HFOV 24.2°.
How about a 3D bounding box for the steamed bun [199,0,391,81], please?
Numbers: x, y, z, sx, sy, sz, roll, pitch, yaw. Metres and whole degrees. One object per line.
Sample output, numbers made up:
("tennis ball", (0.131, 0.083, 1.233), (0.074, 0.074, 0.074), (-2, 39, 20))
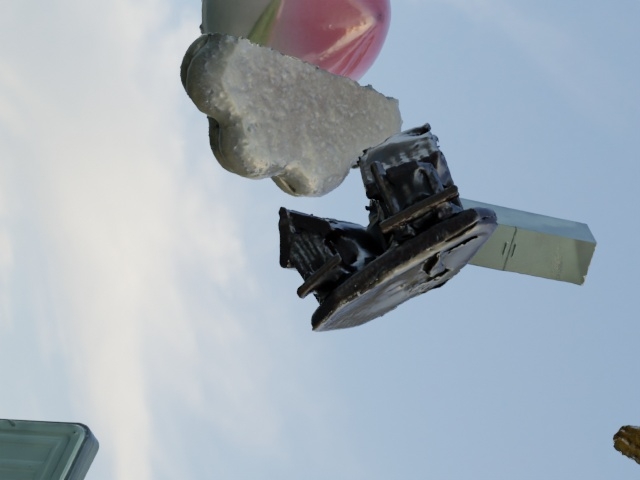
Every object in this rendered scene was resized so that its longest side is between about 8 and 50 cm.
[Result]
("steamed bun", (-0.014, -0.349, 2.320), (0.309, 0.309, 0.309), (167, -90, -68))

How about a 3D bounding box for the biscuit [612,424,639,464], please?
("biscuit", (0.572, 0.361, 2.074), (0.379, 0.094, 0.054), (31, -91, 42))

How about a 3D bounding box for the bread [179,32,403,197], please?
("bread", (-0.047, -0.161, 2.077), (0.102, 0.337, 0.183), (13, -95, 62))

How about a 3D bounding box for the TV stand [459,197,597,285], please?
("TV stand", (0.297, -0.002, 2.386), (0.088, 0.270, 0.082), (-94, -164, -68))

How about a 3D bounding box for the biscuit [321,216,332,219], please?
("biscuit", (0.000, 0.000, 2.428), (0.087, 0.089, 0.027), (30, -33, 28))

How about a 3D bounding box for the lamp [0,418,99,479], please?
("lamp", (-0.470, 0.372, 2.120), (0.269, 0.266, 0.047), (-1, -40, 30))

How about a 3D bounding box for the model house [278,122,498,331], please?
("model house", (0.051, -0.019, 1.425), (0.164, 0.203, 0.141), (63, 3, 22))
